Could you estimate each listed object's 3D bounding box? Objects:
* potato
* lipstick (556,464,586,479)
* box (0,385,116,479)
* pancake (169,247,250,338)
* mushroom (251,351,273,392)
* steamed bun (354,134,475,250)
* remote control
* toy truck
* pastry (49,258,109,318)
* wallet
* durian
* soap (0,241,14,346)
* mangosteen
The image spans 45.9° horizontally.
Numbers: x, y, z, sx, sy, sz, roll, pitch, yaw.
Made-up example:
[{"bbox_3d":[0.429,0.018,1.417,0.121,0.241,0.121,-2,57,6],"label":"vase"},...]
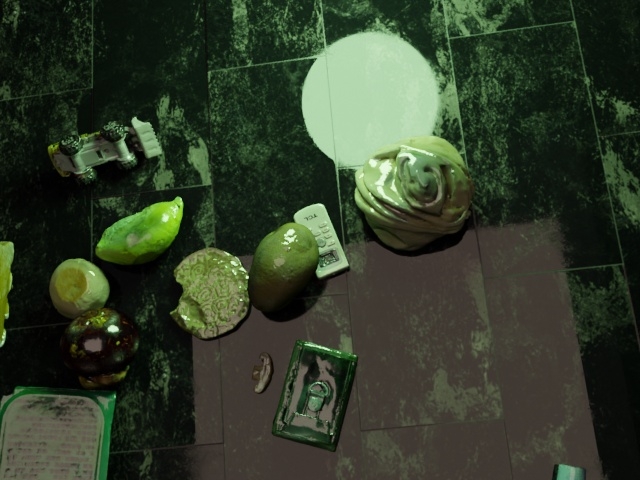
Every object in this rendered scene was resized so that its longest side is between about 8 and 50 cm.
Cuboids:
[{"bbox_3d":[-0.093,0.069,1.827,0.160,0.178,0.235,40,110,36],"label":"potato"},{"bbox_3d":[0.536,0.633,1.646,0.068,0.061,0.274,6,74,16],"label":"lipstick"},{"bbox_3d":[-0.629,0.520,1.790,0.264,0.106,0.337,5,78,-6],"label":"box"},{"bbox_3d":[-0.279,0.133,1.910,0.212,0.029,0.235,7,76,9],"label":"pancake"},{"bbox_3d":[-0.142,0.323,1.844,0.049,0.019,0.101,6,75,10],"label":"mushroom"},{"bbox_3d":[0.224,-0.127,1.827,0.280,0.207,0.268,-24,73,2],"label":"steamed bun"},{"bbox_3d":[0.000,0.000,1.911,0.087,0.029,0.190,-21,72,1],"label":"remote control"},{"bbox_3d":[-0.573,-0.249,2.008,0.286,0.136,0.111,-16,42,-2],"label":"toy truck"},{"bbox_3d":[-0.618,0.123,1.927,0.156,0.092,0.156,-3,76,14],"label":"pastry"},{"bbox_3d":[-0.014,0.366,1.800,0.160,0.055,0.236,14,76,4],"label":"wallet"},{"bbox_3d":[-0.456,-0.017,1.938,0.250,0.101,0.139,-26,72,0],"label":"durian"},{"bbox_3d":[-0.980,0.134,1.940,0.335,0.156,0.293,-2,70,6],"label":"soap"},{"bbox_3d":[-0.531,0.275,1.841,0.192,0.192,0.217,-2,113,7],"label":"mangosteen"}]
